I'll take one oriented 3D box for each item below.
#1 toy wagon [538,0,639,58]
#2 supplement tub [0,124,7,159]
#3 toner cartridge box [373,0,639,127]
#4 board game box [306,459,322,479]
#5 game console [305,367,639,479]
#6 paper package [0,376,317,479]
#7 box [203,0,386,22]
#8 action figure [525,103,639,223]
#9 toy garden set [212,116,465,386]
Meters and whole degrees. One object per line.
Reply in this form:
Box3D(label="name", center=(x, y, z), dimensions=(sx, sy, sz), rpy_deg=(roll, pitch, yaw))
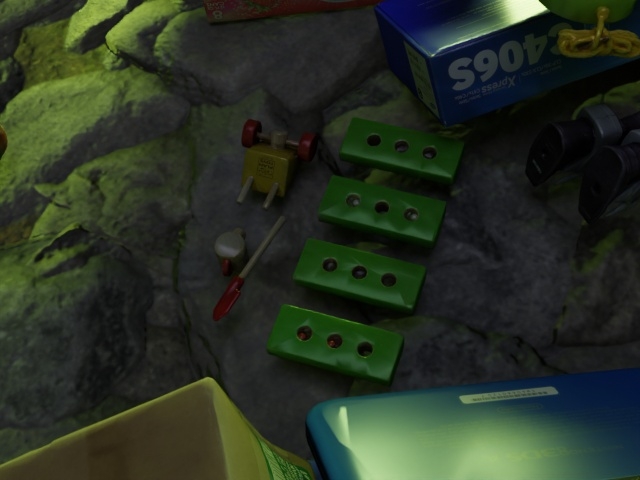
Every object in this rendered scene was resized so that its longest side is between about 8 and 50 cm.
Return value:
Box3D(label="toy wagon", center=(0.205, -0.281, 0.954), dimensions=(0.267, 0.068, 0.344), rpy_deg=(0, 45, -6))
Box3D(label="supplement tub", center=(-0.380, -0.041, 1.047), dimensions=(0.106, 0.106, 0.198), rpy_deg=(15, 63, 16))
Box3D(label="toner cartridge box", center=(0.241, -0.222, 1.059), dimensions=(0.348, 0.075, 0.165), rpy_deg=(-20, 32, -5))
Box3D(label="board game box", center=(0.115, 0.312, 0.788), dimensions=(0.318, 0.066, 0.318), rpy_deg=(-2, 58, 7))
Box3D(label="game console", center=(0.152, 0.220, 0.746), dimensions=(0.293, 0.173, 0.250), rpy_deg=(-4, 20, -12))
Box3D(label="paper package", center=(-0.132, 0.303, 0.717), dimensions=(0.309, 0.168, 0.325), rpy_deg=(-23, 52, 10))
Box3D(label="box", center=(0.017, -0.335, 1.150), dimensions=(0.300, 0.154, 0.142), rpy_deg=(-5, 60, 3))
Box3D(label="action figure", center=(0.331, -0.100, 0.999), dimensions=(0.285, 0.099, 0.185), rpy_deg=(-17, 50, -21))
Box3D(label="toy garden set", center=(0.000, 0.000, 1.009), dimensions=(0.204, 0.049, 0.244), rpy_deg=(14, 62, 13))
